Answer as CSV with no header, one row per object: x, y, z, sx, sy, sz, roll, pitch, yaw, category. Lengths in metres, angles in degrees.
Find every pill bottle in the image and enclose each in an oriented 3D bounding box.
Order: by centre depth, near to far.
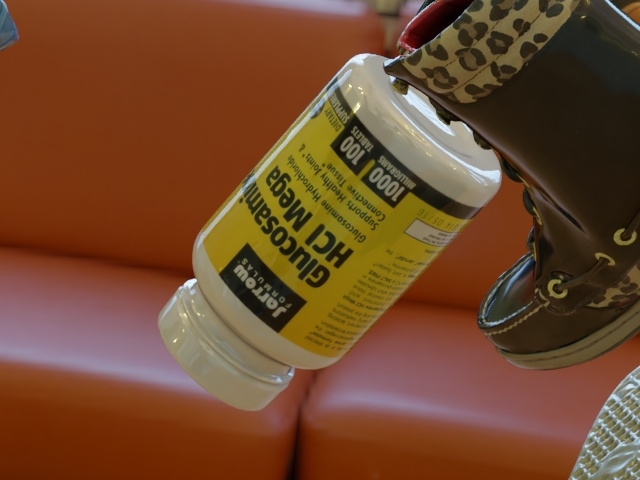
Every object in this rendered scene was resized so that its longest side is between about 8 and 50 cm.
0.000,0.000,1.889,0.188,0.334,0.188,36,20,-15,pill bottle

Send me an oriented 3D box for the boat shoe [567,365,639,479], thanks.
0.259,0.280,1.643,0.187,0.156,0.500,-22,19,42,boat shoe

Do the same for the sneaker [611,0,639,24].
0.184,-0.230,1.114,0.106,0.290,0.123,-8,-20,29,sneaker

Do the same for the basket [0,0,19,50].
-0.312,-0.242,1.556,0.289,0.201,0.255,-40,28,-9,basket

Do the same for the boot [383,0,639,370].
0.099,-0.038,0.903,0.178,0.236,0.085,35,56,-13,boot
